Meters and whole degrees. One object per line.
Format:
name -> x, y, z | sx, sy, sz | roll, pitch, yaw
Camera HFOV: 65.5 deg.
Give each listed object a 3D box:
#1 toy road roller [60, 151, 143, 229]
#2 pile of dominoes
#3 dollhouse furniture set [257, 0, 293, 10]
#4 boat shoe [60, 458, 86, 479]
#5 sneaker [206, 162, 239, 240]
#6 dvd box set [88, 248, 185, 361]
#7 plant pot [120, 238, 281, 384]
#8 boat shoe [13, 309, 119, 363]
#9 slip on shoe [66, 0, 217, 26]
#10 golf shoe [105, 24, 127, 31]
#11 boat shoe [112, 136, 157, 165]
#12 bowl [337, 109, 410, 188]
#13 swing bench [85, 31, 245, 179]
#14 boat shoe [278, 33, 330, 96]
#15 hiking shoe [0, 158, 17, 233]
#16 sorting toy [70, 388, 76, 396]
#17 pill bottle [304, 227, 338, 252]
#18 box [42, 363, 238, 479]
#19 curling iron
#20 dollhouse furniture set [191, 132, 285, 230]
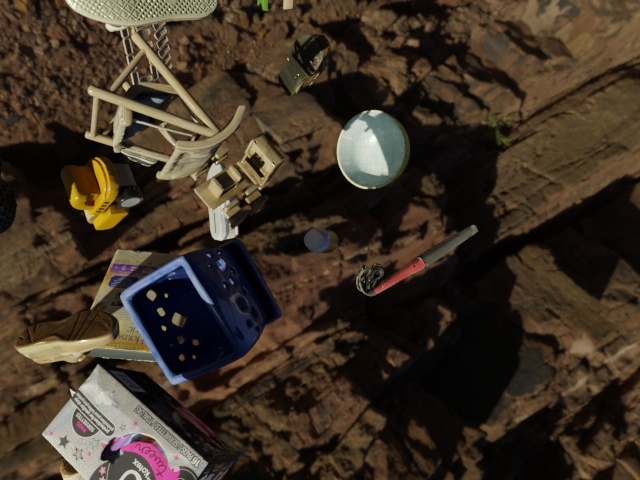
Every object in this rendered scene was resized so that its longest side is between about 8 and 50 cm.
toy road roller -> -0.842, -0.181, 1.840 | 0.330, 0.202, 0.241 | -31, 167, 38
pile of dominoes -> -0.643, -0.714, 1.827 | 0.196, 0.040, 0.251 | -40, 142, -41
dollhouse furniture set -> -0.073, -0.595, 1.199 | 0.152, 0.076, 0.058 | -17, 143, -21
boat shoe -> -0.414, 0.425, 0.974 | 0.170, 0.063, 0.059 | -12, 126, -34
sneaker -> -0.320, -0.129, 1.652 | 0.094, 0.257, 0.091 | 1, -177, 44
dvd box set -> -0.611, 0.213, 1.716 | 0.308, 0.420, 0.062 | 5, 136, -3
plant pot -> -0.242, 0.139, 1.082 | 0.236, 0.235, 0.212 | -28, -178, 33
boat shoe -> -0.713, 0.288, 1.440 | 0.342, 0.110, 0.121 | -10, -144, 19
slip on shoe -> -0.401, -0.544, 1.121 | 0.332, 0.122, 0.101 | -17, -158, -33
golf shoe -> -0.634, -0.758, 1.467 | 0.120, 0.272, 0.105 | -25, -176, 7
boat shoe -> -0.493, -0.233, 1.310 | 0.125, 0.046, 0.038 | 20, 152, -31
bowl -> 0.224, -0.339, 1.882 | 0.289, 0.289, 0.156 | -44, 161, 30
swing bench -> -0.327, -0.243, 1.037 | 0.165, 0.255, 0.253 | -63, -161, -20
boat shoe -> -0.043, -0.612, 1.709 | 0.120, 0.122, 0.324 | -30, -174, -25
hiking shoe -> -1.060, -0.152, 1.568 | 0.132, 0.303, 0.113 | -22, 168, 12
sorting toy -> -0.602, 0.405, 1.260 | 0.044, 0.084, 0.075 | -61, 149, -56
pill bottle -> 0.000, 0.000, 1.255 | 0.065, 0.065, 0.116 | -38, 167, 14
box -> -0.289, 0.338, 0.816 | 0.142, 0.247, 0.163 | -54, 162, -11
curling iron -> 0.195, 0.039, 1.023 | 0.274, 0.068, 0.035 | -26, -156, 12
dollhouse furniture set -> -0.238, -0.169, 1.389 | 0.242, 0.212, 0.161 | -41, -179, -29
